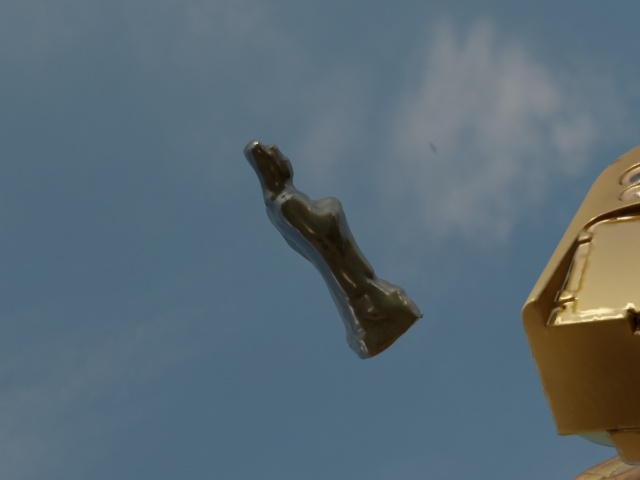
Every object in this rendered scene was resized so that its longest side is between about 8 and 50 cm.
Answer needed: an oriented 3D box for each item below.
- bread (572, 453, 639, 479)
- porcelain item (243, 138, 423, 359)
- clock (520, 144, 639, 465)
[{"bbox_3d":[0.332,0.289,1.719,0.200,0.077,0.116,-12,-76,-49],"label":"bread"},{"bbox_3d":[0.000,0.000,1.407,0.069,0.081,0.215,-37,-82,-5],"label":"porcelain item"},{"bbox_3d":[0.319,0.025,1.317,0.244,0.317,0.200,-5,-55,28],"label":"clock"}]
